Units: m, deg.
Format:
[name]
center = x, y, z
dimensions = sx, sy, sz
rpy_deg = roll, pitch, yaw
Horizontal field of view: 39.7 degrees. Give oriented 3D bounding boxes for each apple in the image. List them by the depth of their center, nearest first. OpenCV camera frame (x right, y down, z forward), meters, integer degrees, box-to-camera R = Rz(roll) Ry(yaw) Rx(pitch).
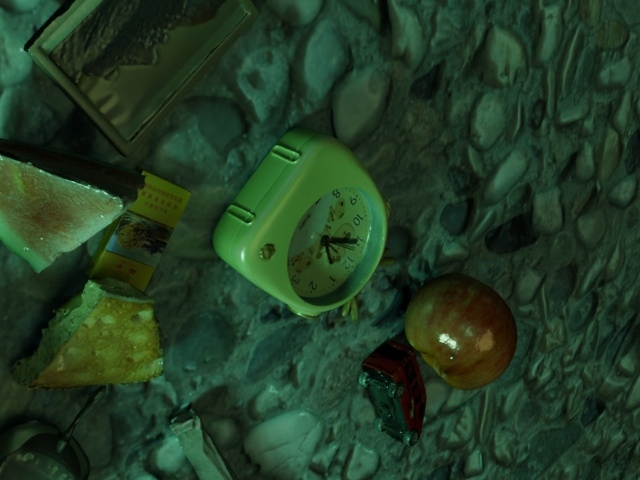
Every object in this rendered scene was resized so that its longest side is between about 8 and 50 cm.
[apple]
center = 0.243, 0.160, 1.546
dimensions = 0.164, 0.209, 0.209
rpy_deg = -49, 133, -13

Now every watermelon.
[watermelon]
center = -0.293, -0.074, 1.015
dimensions = 0.207, 0.202, 0.136
rpy_deg = 48, 37, -45

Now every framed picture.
[framed picture]
center = -0.210, -0.259, 1.090
dimensions = 0.265, 0.018, 0.192
rpy_deg = -50, 132, -12

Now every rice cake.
[rice cake]
center = -0.165, 0.356, 1.379
dimensions = 0.055, 0.049, 0.270
rpy_deg = -26, 127, -3

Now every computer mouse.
[computer mouse]
center = -0.401, 0.342, 1.147
dimensions = 0.379, 0.090, 0.167
rpy_deg = -56, 130, -23

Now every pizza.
[pizza]
center = -0.275, 0.119, 1.163
dimensions = 0.204, 0.081, 0.188
rpy_deg = 14, 122, -47

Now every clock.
[clock]
center = 0.000, 0.000, 1.331
dimensions = 0.235, 0.096, 0.308
rpy_deg = -54, 134, -10

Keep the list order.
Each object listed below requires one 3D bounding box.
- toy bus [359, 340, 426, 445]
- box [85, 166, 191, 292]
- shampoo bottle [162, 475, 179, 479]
[toy bus]
center = 0.139, 0.278, 1.589
dimensions = 0.089, 0.081, 0.195
rpy_deg = -43, 131, -31
[box]
center = -0.239, -0.011, 1.170
dimensions = 0.087, 0.023, 0.155
rpy_deg = 25, 92, -47
[shampoo bottle]
center = -0.235, 0.476, 1.346
dimensions = 0.085, 0.085, 0.263
rpy_deg = -8, 113, -39
